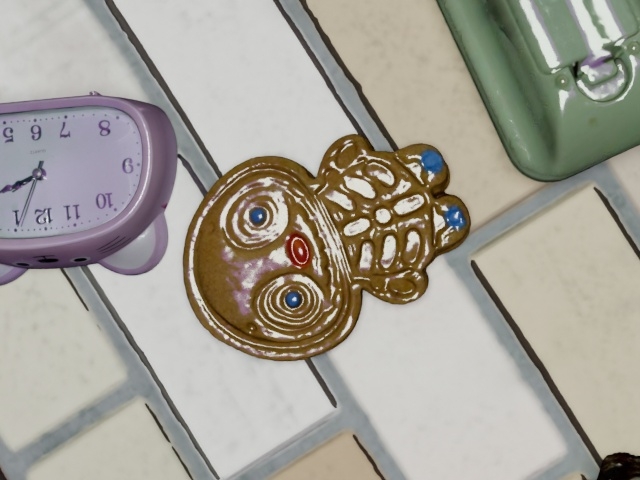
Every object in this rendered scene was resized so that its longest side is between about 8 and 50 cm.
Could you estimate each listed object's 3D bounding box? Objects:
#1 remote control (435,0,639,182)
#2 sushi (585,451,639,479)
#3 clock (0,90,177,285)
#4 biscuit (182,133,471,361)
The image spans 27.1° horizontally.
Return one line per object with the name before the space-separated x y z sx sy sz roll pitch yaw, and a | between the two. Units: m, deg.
remote control | 0.106 -0.203 0.762 0.128 0.065 0.335 -25 87 7
sushi | 0.172 0.169 0.742 0.098 0.084 0.094 21 89 2
clock | -0.164 -0.030 0.793 0.152 0.050 0.110 -5 89 6
biscuit | 0.000 0.000 0.789 0.175 0.026 0.124 -25 88 5
